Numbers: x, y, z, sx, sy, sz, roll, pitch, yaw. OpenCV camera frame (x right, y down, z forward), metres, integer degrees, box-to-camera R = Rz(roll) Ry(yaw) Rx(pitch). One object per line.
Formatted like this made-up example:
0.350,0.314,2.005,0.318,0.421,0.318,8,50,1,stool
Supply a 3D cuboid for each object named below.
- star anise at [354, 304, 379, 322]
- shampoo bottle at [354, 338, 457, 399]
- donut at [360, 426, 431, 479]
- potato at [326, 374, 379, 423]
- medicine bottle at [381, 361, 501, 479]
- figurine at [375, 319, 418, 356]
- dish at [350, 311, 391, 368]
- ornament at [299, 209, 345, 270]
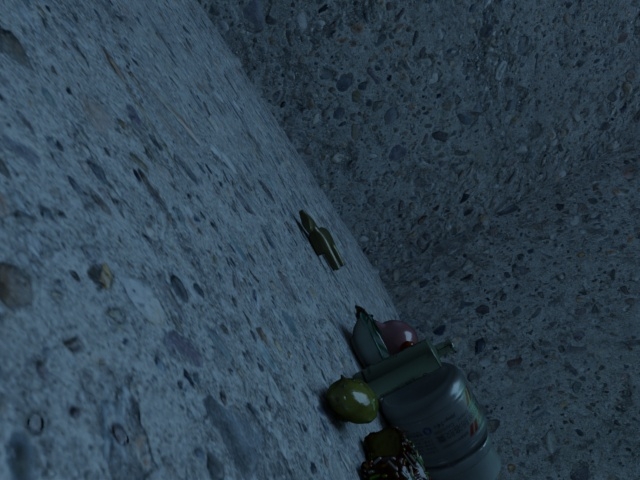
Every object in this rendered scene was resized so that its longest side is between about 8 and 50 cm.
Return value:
0.179,0.295,2.124,0.129,0.056,0.124,40,9,-20,star anise
0.217,0.319,1.471,0.085,0.263,0.085,60,7,-13,shampoo bottle
0.161,0.474,1.132,0.216,0.096,0.230,62,6,12,donut
0.064,0.315,1.154,0.105,0.085,0.188,39,0,9,potato
0.333,0.515,1.587,0.306,0.245,0.245,60,7,-8,medicine bottle
0.258,0.358,2.032,0.173,0.173,0.173,59,7,-12,figurine
0.145,0.314,1.741,0.224,0.078,0.246,59,8,-13,dish
0.000,0.000,2.051,0.244,0.061,0.230,62,9,0,ornament
